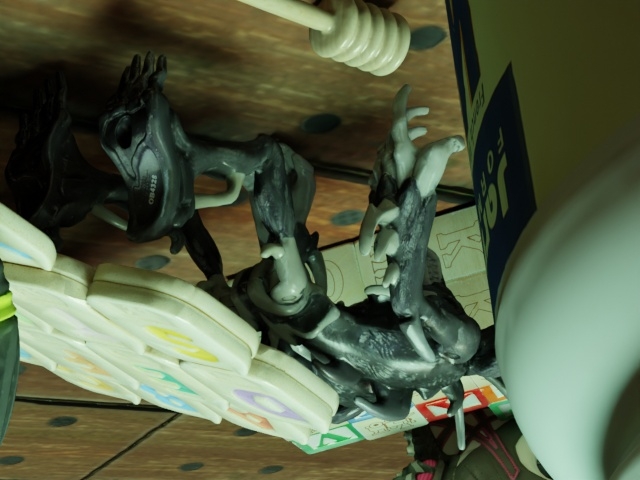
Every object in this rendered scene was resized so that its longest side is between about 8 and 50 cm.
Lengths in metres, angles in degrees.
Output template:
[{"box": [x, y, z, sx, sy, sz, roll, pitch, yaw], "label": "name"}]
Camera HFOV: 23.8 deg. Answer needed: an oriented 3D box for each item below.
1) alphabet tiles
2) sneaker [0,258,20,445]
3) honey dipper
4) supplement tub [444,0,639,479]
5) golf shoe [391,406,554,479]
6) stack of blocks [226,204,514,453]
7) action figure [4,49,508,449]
[{"box": [-0.136, 0.034, 0.709, 0.284, 0.021, 0.278, 8, 159, 34], "label": "alphabet tiles"}, {"box": [-0.268, -0.027, 0.514, 0.384, 0.145, 0.147, 40, 153, -29], "label": "sneaker"}, {"box": [-0.029, -0.103, 0.639, 0.160, 0.030, 0.030, 13, 146, -39], "label": "honey dipper"}, {"box": [0.158, -0.048, 0.442, 0.235, 0.325, 0.235, -3, 144, -2], "label": "supplement tub"}, {"box": [0.118, 0.163, 1.057, 0.120, 0.105, 0.273, -13, -166, 8], "label": "golf shoe"}, {"box": [0.110, 0.049, 0.955, 0.297, 0.087, 0.171, -17, 155, 11], "label": "stack of blocks"}, {"box": [0.000, 0.000, 0.716, 0.275, 0.141, 0.164, 31, 148, -34], "label": "action figure"}]
